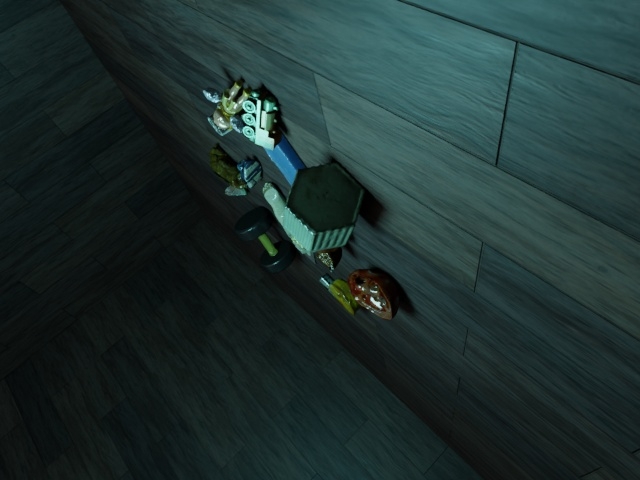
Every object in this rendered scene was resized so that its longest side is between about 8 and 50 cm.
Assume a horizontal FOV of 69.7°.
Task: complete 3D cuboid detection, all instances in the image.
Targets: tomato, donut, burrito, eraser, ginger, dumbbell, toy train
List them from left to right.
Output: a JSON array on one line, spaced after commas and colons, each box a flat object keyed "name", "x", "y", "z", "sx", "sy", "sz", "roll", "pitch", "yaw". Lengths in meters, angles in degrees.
[{"name": "ginger", "x": -0.429, "y": -0.333, "z": 2.182, "sx": 0.309, "sy": 0.107, "sz": 0.132, "roll": 42, "pitch": 135, "yaw": 26}, {"name": "toy train", "x": -0.175, "y": -0.372, "z": 1.403, "sx": 0.119, "sy": 0.074, "sz": 0.175, "roll": 21, "pitch": 138, "yaw": 5}, {"name": "dumbbell", "x": -0.288, "y": 0.002, "z": 2.440, "sx": 0.204, "sy": 0.204, "sz": 0.322, "roll": 25, "pitch": 154, "yaw": 55}, {"name": "eraser", "x": -0.120, "y": -0.280, "z": 1.577, "sx": 0.311, "sy": 0.043, "sz": 0.144, "roll": 54, "pitch": 164, "yaw": -20}, {"name": "burrito", "x": -0.146, "y": -0.093, "z": 2.059, "sx": 0.117, "sy": 0.076, "sz": 0.392, "roll": 37, "pitch": 161, "yaw": 57}, {"name": "donut", "x": -0.002, "y": 0.000, "z": 1.774, "sx": 0.217, "sy": 0.141, "sz": 0.085, "roll": 32, "pitch": 151, "yaw": 17}, {"name": "donut", "x": 0.125, "y": 0.263, "z": 2.197, "sx": 0.190, "sy": 0.075, "sz": 0.174, "roll": 42, "pitch": 166, "yaw": 36}, {"name": "tomato", "x": 0.212, "y": 0.182, "z": 1.712, "sx": 0.228, "sy": 0.101, "sz": 0.227, "roll": 38, "pitch": 155, "yaw": 21}]

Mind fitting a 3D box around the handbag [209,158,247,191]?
[{"name": "handbag", "x": -0.471, "y": -0.348, "z": 2.364, "sx": 0.221, "sy": 0.057, "sz": 0.144, "roll": 38, "pitch": 166, "yaw": 33}]

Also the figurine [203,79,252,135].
[{"name": "figurine", "x": -0.298, "y": -0.442, "z": 1.530, "sx": 0.174, "sy": 0.116, "sz": 0.240, "roll": 48, "pitch": 159, "yaw": -7}]

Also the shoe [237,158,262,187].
[{"name": "shoe", "x": -0.312, "y": -0.298, "z": 1.967, "sx": 0.106, "sy": 0.091, "sz": 0.207, "roll": 42, "pitch": 168, "yaw": 2}]

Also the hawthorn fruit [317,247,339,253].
[{"name": "hawthorn fruit", "x": 0.013, "y": -0.036, "z": 1.645, "sx": 0.148, "sy": 0.148, "sz": 0.171, "roll": 36, "pitch": 136, "yaw": 38}]

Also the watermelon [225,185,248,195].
[{"name": "watermelon", "x": -0.441, "y": -0.265, "z": 2.436, "sx": 0.180, "sy": 0.094, "sz": 0.081, "roll": 2, "pitch": 130, "yaw": 49}]

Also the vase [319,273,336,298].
[{"name": "vase", "x": 0.083, "y": 0.260, "z": 2.323, "sx": 0.211, "sy": 0.060, "sz": 0.060, "roll": 47, "pitch": 165, "yaw": 9}]

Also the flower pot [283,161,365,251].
[{"name": "flower pot", "x": 0.007, "y": -0.094, "z": 1.368, "sx": 0.189, "sy": 0.240, "sz": 0.209, "roll": 110, "pitch": 148, "yaw": -71}]

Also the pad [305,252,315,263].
[{"name": "pad", "x": -0.069, "y": 0.045, "z": 2.315, "sx": 0.113, "sy": 0.006, "sz": 0.187, "roll": 42, "pitch": 162, "yaw": 25}]
